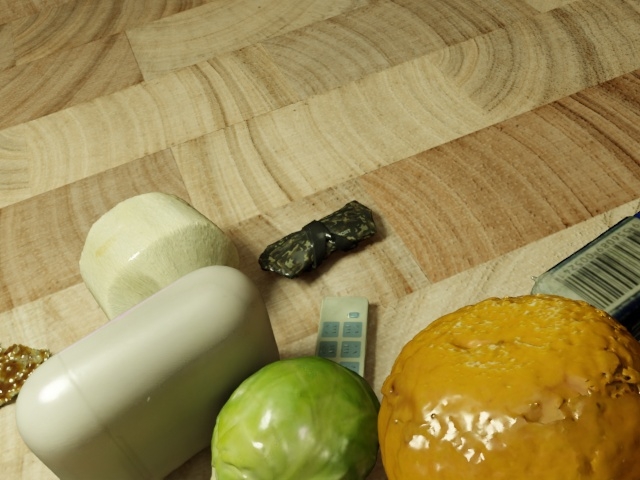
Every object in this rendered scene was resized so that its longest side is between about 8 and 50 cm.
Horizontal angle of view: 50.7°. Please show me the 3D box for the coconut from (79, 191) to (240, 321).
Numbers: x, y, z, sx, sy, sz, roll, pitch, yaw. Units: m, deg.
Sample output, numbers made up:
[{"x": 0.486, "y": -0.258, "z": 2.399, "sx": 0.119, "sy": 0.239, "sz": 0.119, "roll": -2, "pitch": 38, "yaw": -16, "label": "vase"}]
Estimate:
[{"x": -0.259, "y": 0.056, "z": 1.128, "sx": 0.237, "sy": 0.237, "sz": 0.266, "roll": -37, "pitch": 52, "yaw": -23, "label": "coconut"}]

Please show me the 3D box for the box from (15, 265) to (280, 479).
[{"x": -0.218, "y": 0.202, "z": 0.938, "sx": 0.349, "sy": 0.289, "sz": 0.141, "roll": -34, "pitch": 55, "yaw": -20, "label": "box"}]

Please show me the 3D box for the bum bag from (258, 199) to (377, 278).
[{"x": 0.000, "y": 0.000, "z": 1.242, "sx": 0.248, "sy": 0.069, "sz": 0.102, "roll": -32, "pitch": 25, "yaw": -19, "label": "bum bag"}]

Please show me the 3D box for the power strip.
[{"x": 0.036, "y": 0.167, "z": 1.095, "sx": 0.081, "sy": 0.035, "sz": 0.192, "roll": -2, "pitch": 47, "yaw": 11, "label": "power strip"}]

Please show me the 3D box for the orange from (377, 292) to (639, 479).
[{"x": 0.236, "y": 0.232, "z": 0.796, "sx": 0.340, "sy": 0.293, "sz": 0.340, "roll": -16, "pitch": 19, "yaw": 6, "label": "orange"}]

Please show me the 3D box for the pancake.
[{"x": -0.588, "y": 0.215, "z": 1.172, "sx": 0.244, "sy": 0.057, "sz": 0.266, "roll": -16, "pitch": 44, "yaw": -5, "label": "pancake"}]

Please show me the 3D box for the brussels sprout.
[{"x": -0.035, "y": 0.262, "z": 0.893, "sx": 0.244, "sy": 0.244, "sz": 0.244, "roll": -6, "pitch": 45, "yaw": 7, "label": "brussels sprout"}]

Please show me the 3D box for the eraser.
[{"x": 0.493, "y": 0.050, "z": 1.062, "sx": 0.332, "sy": 0.101, "sz": 0.155, "roll": -30, "pitch": 46, "yaw": -18, "label": "eraser"}]
